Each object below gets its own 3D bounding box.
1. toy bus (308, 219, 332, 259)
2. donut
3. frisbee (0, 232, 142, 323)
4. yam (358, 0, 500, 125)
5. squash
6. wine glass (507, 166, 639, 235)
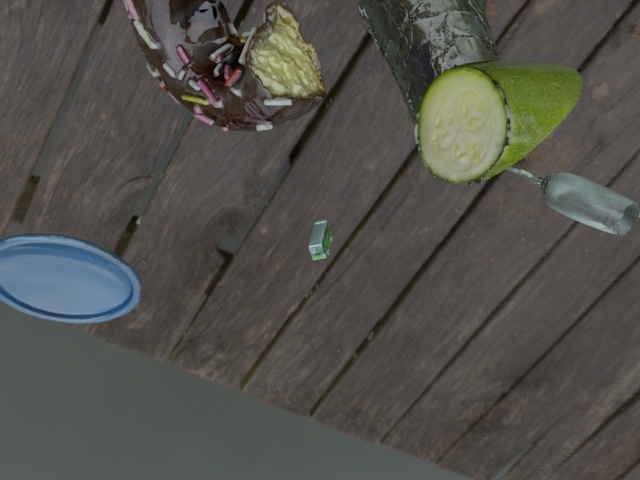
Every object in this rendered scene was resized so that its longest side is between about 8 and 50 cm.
[{"bbox_3d":[0.000,0.000,1.162,0.031,0.083,0.037,-11,120,16],"label":"toy bus"},{"bbox_3d":[-0.164,-0.308,0.935,0.259,0.136,0.345,-7,115,41],"label":"donut"},{"bbox_3d":[-0.478,0.066,1.222,0.289,0.049,0.289,-1,143,-1],"label":"frisbee"},{"bbox_3d":[0.207,-0.336,1.154,0.202,0.201,0.271,-19,92,-8],"label":"yam"},{"bbox_3d":[0.293,-0.182,1.007,0.260,0.189,0.189,-8,132,-40],"label":"squash"},{"bbox_3d":[0.346,-0.076,0.967,0.074,0.262,0.074,-20,126,-31],"label":"wine glass"}]
